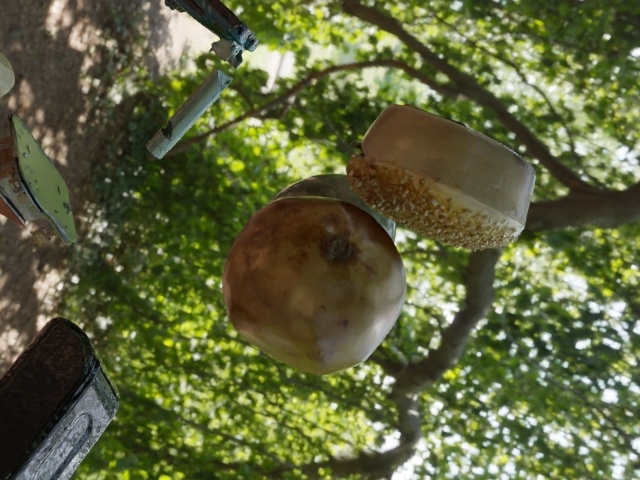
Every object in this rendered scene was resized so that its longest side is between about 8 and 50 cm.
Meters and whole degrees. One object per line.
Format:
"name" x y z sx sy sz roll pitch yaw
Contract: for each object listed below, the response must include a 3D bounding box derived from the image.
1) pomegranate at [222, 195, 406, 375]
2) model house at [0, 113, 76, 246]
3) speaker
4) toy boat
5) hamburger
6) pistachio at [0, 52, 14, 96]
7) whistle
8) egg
"pomegranate" -0.011 0.071 1.046 0.270 0.252 0.229 110 1 -60
"model house" -0.662 -0.105 1.611 0.294 0.153 0.207 80 -8 -61
"speaker" -0.419 0.320 1.123 0.388 0.184 0.180 -62 151 -42
"toy boat" -0.262 -0.483 1.537 0.092 0.299 0.134 -47 166 7
"hamburger" 0.184 -0.086 1.142 0.170 0.302 0.302 -64 -176 5
"pistachio" -1.009 -0.463 2.053 0.321 0.229 0.238 -7 80 -60
"whistle" -0.363 -0.348 2.047 0.312 0.062 0.062 -43 -168 18
"egg" 0.000 0.000 1.520 0.352 0.258 0.259 -23 -145 38
